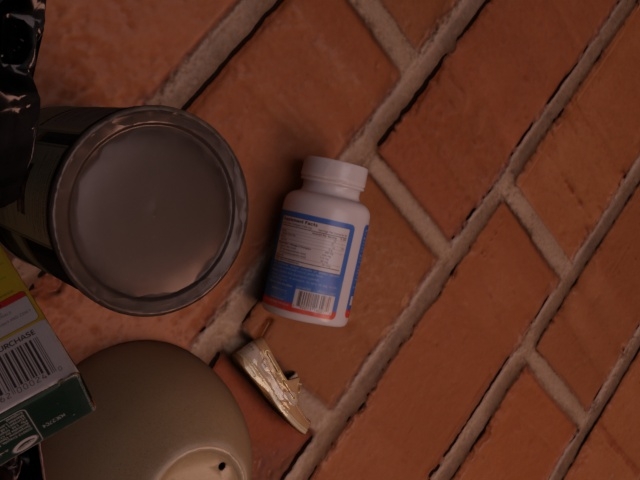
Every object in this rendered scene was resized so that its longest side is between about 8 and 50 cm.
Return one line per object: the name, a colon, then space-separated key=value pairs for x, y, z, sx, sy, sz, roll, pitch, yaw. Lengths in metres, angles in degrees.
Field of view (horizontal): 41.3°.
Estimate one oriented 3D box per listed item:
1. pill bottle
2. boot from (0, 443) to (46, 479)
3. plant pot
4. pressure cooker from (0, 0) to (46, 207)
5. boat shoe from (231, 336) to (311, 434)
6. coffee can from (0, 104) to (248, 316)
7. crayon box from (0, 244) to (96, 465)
pill bottle: x=0.000 y=0.000 z=1.176 sx=0.124 sy=0.124 sz=0.221 roll=13 pitch=90 yaw=-36
boot: x=-0.335 y=0.150 z=0.911 sx=0.090 sy=0.207 sz=0.248 roll=-5 pitch=101 yaw=-35
plant pot: x=-0.194 y=0.284 z=1.044 sx=0.284 sy=0.191 sz=0.284 roll=-7 pitch=102 yaw=-34
pressure cooker: x=-0.447 y=-0.207 z=0.661 sx=0.420 sy=0.370 sz=0.375 roll=-1 pitch=123 yaw=-27
boat shoe: x=-0.056 y=0.207 z=1.207 sx=0.059 sy=0.063 sz=0.170 roll=-43 pitch=119 yaw=-15
coffee can: x=-0.232 y=-0.045 z=0.910 sx=0.202 sy=0.275 sz=0.201 roll=-7 pitch=102 yaw=-34
crayon box: x=-0.385 y=0.087 z=0.835 sx=0.202 sy=0.318 sz=0.081 roll=-29 pitch=146 yaw=-20
